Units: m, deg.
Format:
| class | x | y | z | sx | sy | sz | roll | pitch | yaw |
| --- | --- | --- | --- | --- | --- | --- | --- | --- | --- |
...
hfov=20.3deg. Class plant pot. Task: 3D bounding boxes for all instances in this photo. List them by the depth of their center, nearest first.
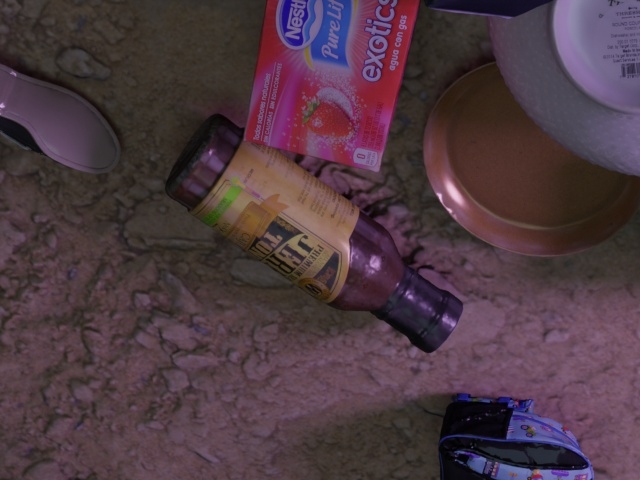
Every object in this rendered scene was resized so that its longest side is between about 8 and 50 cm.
| class | x | y | z | sx | sy | sz | roll | pitch | yaw |
| --- | --- | --- | --- | --- | --- | --- | --- | --- | --- |
| plant pot | 0.224 | -0.090 | 1.850 | 0.236 | 0.032 | 0.236 | 8 | 125 | 12 |

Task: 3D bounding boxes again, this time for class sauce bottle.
| class | x | y | z | sx | sy | sz | roll | pitch | yaw |
| --- | --- | --- | --- | --- | --- | --- | --- | --- | --- |
| sauce bottle | 0.000 | 0.000 | 1.914 | 0.344 | 0.111 | 0.111 | 34 | 122 | -11 |

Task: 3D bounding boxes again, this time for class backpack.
| class | x | y | z | sx | sy | sz | roll | pitch | yaw |
| --- | --- | --- | --- | --- | --- | --- | --- | --- | --- |
| backpack | 0.225 | 0.258 | 2.036 | 0.173 | 0.117 | 0.158 | 1 | 123 | 10 |

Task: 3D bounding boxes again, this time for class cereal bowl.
| class | x | y | z | sx | sy | sz | roll | pitch | yaw |
| --- | --- | --- | --- | --- | --- | --- | --- | --- | --- |
| cereal bowl | 0.306 | -0.211 | 1.642 | 0.339 | 0.141 | 0.339 | 7 | 109 | 21 |

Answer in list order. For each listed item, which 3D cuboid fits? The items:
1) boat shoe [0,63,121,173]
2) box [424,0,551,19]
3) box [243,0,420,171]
| class | x | y | z | sx | sy | sz | roll | pitch | yaw |
| --- | --- | --- | --- | --- | --- | --- | --- | --- | --- |
| boat shoe | -0.310 | -0.135 | 1.927 | 0.206 | 0.075 | 0.065 | 29 | 166 | -15 |
| box | 0.241 | -0.392 | 1.448 | 0.395 | 0.212 | 0.293 | -23 | 84 | 26 |
| box | 0.027 | -0.240 | 1.729 | 0.142 | 0.154 | 0.300 | 14 | 125 | 2 |
